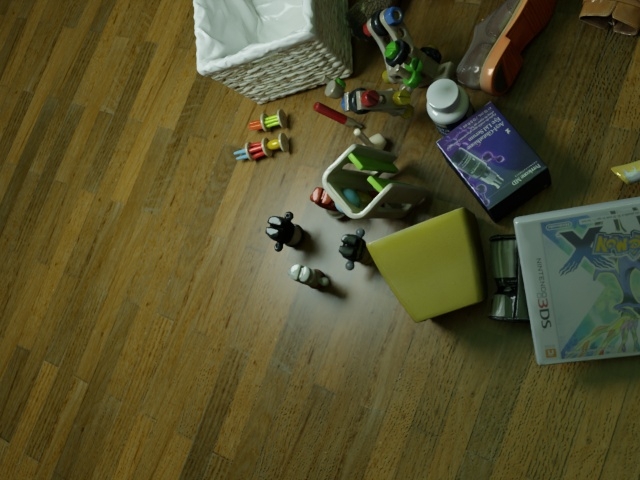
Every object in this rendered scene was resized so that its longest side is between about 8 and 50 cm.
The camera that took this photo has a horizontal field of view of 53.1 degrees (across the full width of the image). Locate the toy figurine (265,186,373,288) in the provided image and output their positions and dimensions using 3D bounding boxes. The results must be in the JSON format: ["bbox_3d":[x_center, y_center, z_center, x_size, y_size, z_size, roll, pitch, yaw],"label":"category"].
[{"bbox_3d":[0.000,0.000,1.511,0.213,0.148,0.209,-34,71,10],"label":"toy figurine"}]

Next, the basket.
[{"bbox_3d":[-0.116,-0.565,1.619,0.328,0.266,0.331,-11,76,25],"label":"basket"}]

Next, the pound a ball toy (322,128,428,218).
[{"bbox_3d":[0.101,-0.141,1.429,0.136,0.319,0.208,-45,75,19],"label":"pound a ball toy"}]

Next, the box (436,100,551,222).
[{"bbox_3d":[0.378,-0.169,1.402,0.153,0.108,0.207,-38,64,10],"label":"box"}]

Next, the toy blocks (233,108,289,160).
[{"bbox_3d":[-0.162,-0.275,1.700,0.148,0.054,0.123,-11,73,21],"label":"toy blocks"}]

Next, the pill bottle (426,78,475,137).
[{"bbox_3d":[0.292,-0.293,1.439,0.094,0.169,0.094,-7,73,23],"label":"pill bottle"}]

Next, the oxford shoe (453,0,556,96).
[{"bbox_3d":[0.428,-0.508,1.466,0.133,0.130,0.363,27,83,40],"label":"oxford shoe"}]

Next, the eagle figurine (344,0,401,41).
[{"bbox_3d":[0.145,-0.667,1.575,0.225,0.226,0.298,-29,51,35],"label":"eagle figurine"}]

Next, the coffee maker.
[{"bbox_3d":[0.426,0.078,1.298,0.171,0.120,0.178,-5,81,38],"label":"coffee maker"}]

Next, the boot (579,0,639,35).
[{"bbox_3d":[0.622,-0.584,1.422,0.283,0.109,0.220,27,91,20],"label":"boot"}]

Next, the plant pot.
[{"bbox_3d":[0.247,0.061,1.356,0.212,0.212,0.187,-21,82,17],"label":"plant pot"}]

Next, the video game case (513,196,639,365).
[{"bbox_3d":[0.544,0.074,1.169,0.329,0.036,0.300,-10,106,15],"label":"video game case"}]

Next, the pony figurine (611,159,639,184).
[{"bbox_3d":[0.784,-0.154,1.155,0.363,0.303,0.351,-48,53,22],"label":"pony figurine"}]

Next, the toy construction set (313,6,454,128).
[{"bbox_3d":[0.166,-0.358,1.507,0.309,0.237,0.257,-32,47,45],"label":"toy construction set"}]
